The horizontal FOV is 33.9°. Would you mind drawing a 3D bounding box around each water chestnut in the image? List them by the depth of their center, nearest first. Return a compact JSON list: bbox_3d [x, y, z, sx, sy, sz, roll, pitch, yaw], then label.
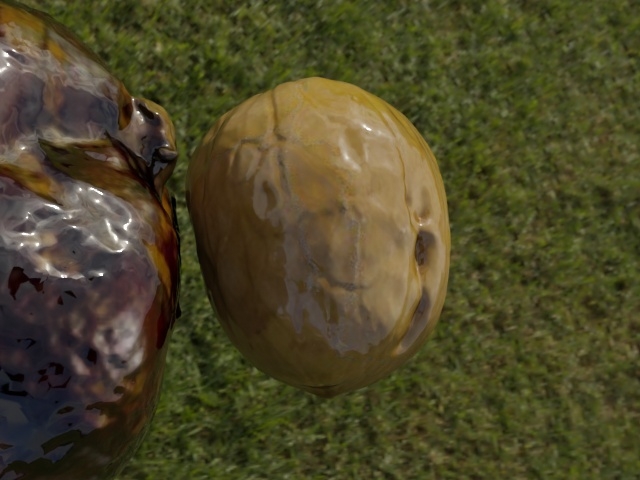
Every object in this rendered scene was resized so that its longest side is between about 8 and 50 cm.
[{"bbox_3d":[-0.247,0.025,0.632,0.347,0.335,0.335,-11,80,-5],"label":"water chestnut"}]

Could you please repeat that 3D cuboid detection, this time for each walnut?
[{"bbox_3d":[0.000,0.000,0.742,0.195,0.195,0.221,-2,84,-33],"label":"walnut"}]
